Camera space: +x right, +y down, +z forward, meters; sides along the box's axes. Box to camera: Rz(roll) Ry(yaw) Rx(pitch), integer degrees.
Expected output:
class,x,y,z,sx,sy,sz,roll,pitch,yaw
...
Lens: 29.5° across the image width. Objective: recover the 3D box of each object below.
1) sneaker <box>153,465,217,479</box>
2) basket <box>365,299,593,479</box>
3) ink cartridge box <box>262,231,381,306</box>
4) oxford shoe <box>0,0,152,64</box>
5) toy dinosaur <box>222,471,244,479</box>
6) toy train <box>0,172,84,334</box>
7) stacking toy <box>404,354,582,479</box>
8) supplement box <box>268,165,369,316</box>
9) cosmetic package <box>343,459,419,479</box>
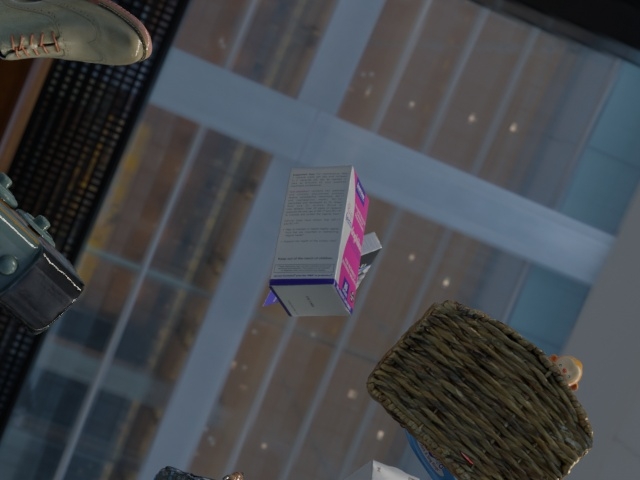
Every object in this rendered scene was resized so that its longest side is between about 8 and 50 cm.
class,x,y,z,sx,sy,sz,roll,pitch,yaw
sneaker,-0.173,0.418,1.520,0.341,0.139,0.125,-76,172,-53
basket,0.232,0.233,1.760,0.213,0.299,0.223,-47,173,-5
ink cartridge box,0.002,0.075,2.438,0.045,0.208,0.206,63,-25,19
oxford shoe,-0.489,-0.359,2.149,0.140,0.396,0.146,83,27,-43
toy dinosaur,-0.219,0.542,2.085,0.296,0.127,0.200,-85,-169,-48
toy train,-0.454,-0.017,1.620,0.142,0.334,0.190,-43,-144,-6
stacking toy,0.294,0.281,1.945,0.301,0.175,0.166,-34,160,0
supplement box,0.000,0.000,1.949,0.111,0.113,0.220,59,33,-56
cosmetic package,0.080,0.520,2.347,0.231,0.117,0.086,-45,-151,43
